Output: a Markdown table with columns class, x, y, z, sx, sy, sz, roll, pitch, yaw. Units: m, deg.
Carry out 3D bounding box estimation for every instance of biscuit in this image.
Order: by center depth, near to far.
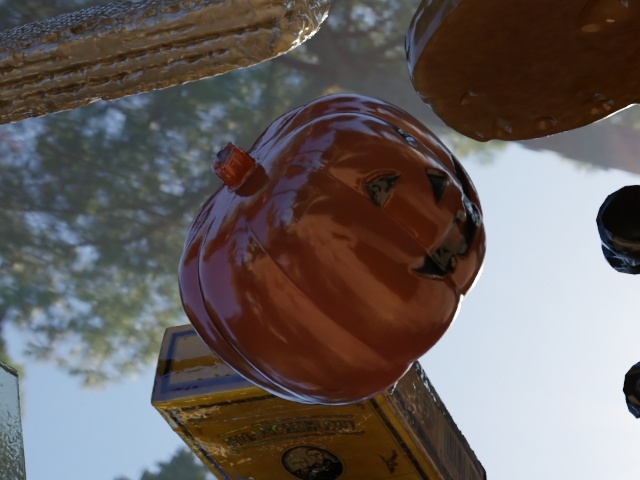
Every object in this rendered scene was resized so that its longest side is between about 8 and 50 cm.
| class | x | y | z | sx | sy | sz | roll | pitch | yaw |
| --- | --- | --- | --- | --- | --- | --- | --- | --- | --- |
| biscuit | 0.097 | -0.074 | 0.465 | 0.118 | 0.140 | 0.023 | 28 | -136 | -41 |
| biscuit | -0.206 | -0.174 | 1.342 | 0.144 | 0.426 | 0.078 | -56 | -49 | -65 |

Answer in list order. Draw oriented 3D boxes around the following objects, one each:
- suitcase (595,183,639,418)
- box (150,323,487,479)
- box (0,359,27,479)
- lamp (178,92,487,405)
| class | x | y | z | sx | sy | sz | roll | pitch | yaw |
| --- | --- | --- | --- | --- | --- | --- | --- | --- | --- |
| suitcase | 0.274 | 0.095 | 0.530 | 0.152 | 0.335 | 0.229 | -41 | -27 | -4 |
| box | 0.009 | 0.173 | 1.243 | 0.301 | 0.193 | 0.084 | 57 | -152 | -45 |
| box | -0.418 | 0.252 | 1.480 | 0.225 | 0.225 | 0.117 | -35 | -49 | 16 |
| lamp | 0.000 | 0.000 | 0.855 | 0.164 | 0.187 | 0.187 | 42 | -109 | -17 |
